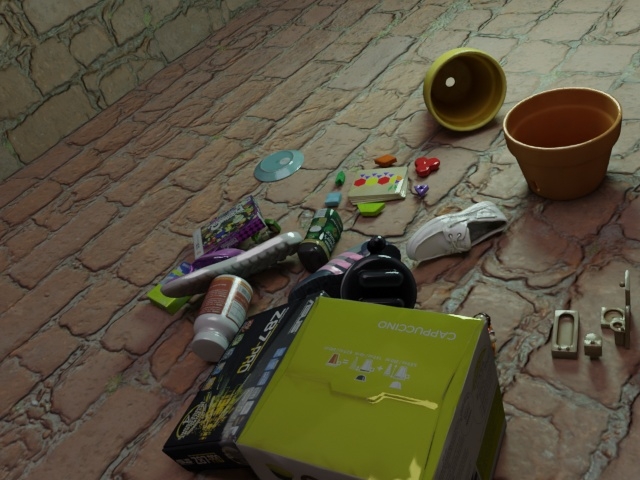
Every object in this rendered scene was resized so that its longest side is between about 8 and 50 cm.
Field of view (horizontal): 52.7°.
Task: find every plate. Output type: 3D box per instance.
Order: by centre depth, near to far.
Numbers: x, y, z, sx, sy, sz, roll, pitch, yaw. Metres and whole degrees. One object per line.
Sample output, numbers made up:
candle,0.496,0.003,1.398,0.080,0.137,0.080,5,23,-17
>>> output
plate,-0.150,-0.273,2.282,0.188,0.024,0.188,-14,37,11

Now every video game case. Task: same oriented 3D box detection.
video game case,-0.285,-0.032,1.986,0.232,0.042,0.210,-32,27,2

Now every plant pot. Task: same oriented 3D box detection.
plant pot,0.645,-0.246,1.719,0.290,0.204,0.291,-14,39,11
plant pot,0.450,-0.506,2.116,0.253,0.254,0.239,-18,22,5

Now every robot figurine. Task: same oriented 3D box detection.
robot figurine,0.132,0.117,1.493,0.209,0.173,0.278,-53,-2,-3

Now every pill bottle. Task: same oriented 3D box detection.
pill bottle,-0.259,0.202,1.682,0.121,0.121,0.216,-6,40,20

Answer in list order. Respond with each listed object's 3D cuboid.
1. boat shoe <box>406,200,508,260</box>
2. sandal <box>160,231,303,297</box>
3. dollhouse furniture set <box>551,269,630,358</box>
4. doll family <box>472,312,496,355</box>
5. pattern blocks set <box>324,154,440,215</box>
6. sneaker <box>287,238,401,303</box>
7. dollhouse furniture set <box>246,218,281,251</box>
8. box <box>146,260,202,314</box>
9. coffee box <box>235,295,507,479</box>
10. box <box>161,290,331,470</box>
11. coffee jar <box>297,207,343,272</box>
boat shoe,0.355,-0.014,1.666,0.277,0.098,0.096,-26,37,-8
sandal,-0.252,0.054,1.819,0.416,0.169,0.102,-20,72,-12
dollhouse furniture set,0.560,0.155,1.342,0.151,0.123,0.144,0,42,26
doll family,0.288,0.233,1.413,0.263,0.118,0.163,-8,43,46
pattern blocks set,0.184,-0.172,1.995,0.324,0.026,0.285,4,45,30
sneaker,0.053,0.093,1.698,0.319,0.112,0.131,-25,21,-8
dollhouse furniture set,-0.170,0.013,1.949,0.076,0.058,0.152,7,65,22
box,-0.411,0.131,1.907,0.109,0.042,0.178,19,54,40
coffee box,0.115,0.344,1.157,0.337,0.334,0.338,5,45,30
box,-0.144,0.310,1.420,0.318,0.097,0.395,-22,27,47
coffee jar,0.000,0.000,1.822,0.079,0.096,0.184,-2,42,27
